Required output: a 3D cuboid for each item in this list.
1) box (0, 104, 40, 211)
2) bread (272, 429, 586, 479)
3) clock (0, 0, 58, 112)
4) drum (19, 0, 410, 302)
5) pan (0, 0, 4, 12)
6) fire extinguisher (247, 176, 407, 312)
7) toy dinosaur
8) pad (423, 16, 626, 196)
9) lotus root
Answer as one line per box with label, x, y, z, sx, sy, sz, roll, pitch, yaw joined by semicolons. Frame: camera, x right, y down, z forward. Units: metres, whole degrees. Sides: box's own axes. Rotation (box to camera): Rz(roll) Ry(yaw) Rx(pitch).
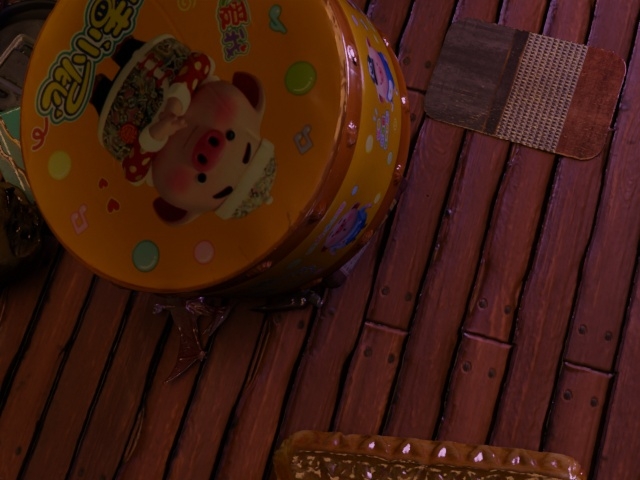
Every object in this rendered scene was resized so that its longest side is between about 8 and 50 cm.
box;-0.333;-0.133;1.179;0.229;0.041;0.162;-22;94;2
bread;0.124;0.275;0.991;0.367;0.077;0.084;3;74;11
clock;-0.430;-0.252;1.258;0.226;0.049;0.226;-3;73;9
drum;-0.119;-0.140;0.983;0.431;0.214;0.431;-1;87;23
pan;-0.494;-0.330;1.254;0.068;0.023;0.115;-21;61;7
fire extinguisher;0.006;0.005;1.104;0.106;0.075;0.252;26;78;44
toy dinosaur;-0.162;0.087;1.118;0.108;0.032;0.220;18;74;17
pad;0.246;-0.147;1.114;0.250;0.055;0.323;17;59;13
lotus root;-0.510;-0.003;1.129;0.275;0.152;0.160;-5;99;21
